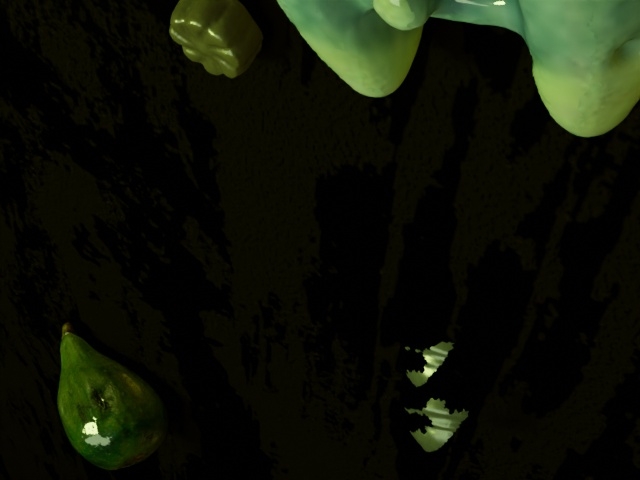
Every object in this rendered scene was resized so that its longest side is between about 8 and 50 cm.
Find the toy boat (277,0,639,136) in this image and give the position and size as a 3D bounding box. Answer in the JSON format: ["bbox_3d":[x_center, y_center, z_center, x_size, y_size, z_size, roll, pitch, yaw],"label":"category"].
[{"bbox_3d":[0.023,-0.167,0.392,0.215,0.123,0.330,20,145,34],"label":"toy boat"}]

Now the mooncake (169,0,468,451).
[{"bbox_3d":[0.010,-0.008,0.688,0.347,0.057,0.150,53,161,-8],"label":"mooncake"}]

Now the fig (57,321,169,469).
[{"bbox_3d":[-0.248,0.171,1.162,0.177,0.117,0.117,46,151,13],"label":"fig"}]
